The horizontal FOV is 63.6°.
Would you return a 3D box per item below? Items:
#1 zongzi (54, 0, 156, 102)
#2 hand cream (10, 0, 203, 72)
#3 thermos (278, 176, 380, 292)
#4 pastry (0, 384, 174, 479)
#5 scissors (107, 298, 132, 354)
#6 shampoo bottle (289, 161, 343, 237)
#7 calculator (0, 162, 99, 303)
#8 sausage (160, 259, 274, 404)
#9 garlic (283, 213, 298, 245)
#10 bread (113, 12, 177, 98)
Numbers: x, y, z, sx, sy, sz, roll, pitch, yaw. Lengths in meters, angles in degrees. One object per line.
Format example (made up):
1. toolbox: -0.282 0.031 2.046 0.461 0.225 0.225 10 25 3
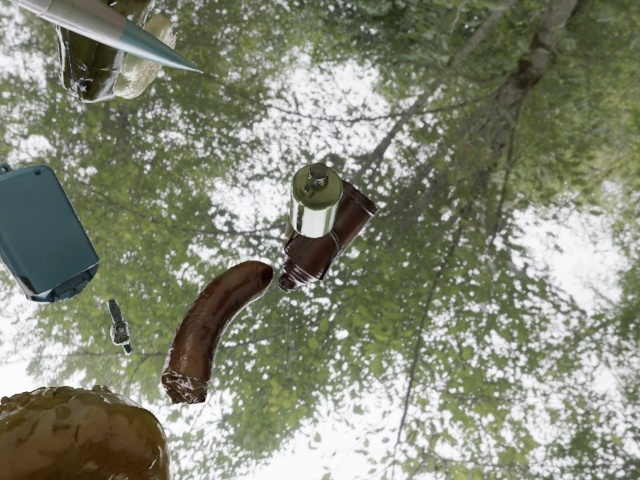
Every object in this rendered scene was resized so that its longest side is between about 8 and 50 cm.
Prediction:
1. zongzi: -0.592 -0.538 1.222 0.360 0.323 0.160 39 -153 6
2. hand cream: -0.336 -0.346 0.835 0.111 0.070 0.312 22 -174 35
3. thermos: 0.003 0.002 0.953 0.099 0.232 0.124 40 -173 12
4. pastry: -0.342 0.325 0.651 0.284 0.316 0.184 30 174 -37
5. scissors: -0.430 0.196 1.112 0.041 0.289 0.138 -17 -87 -23
6. shampoo bottle: -0.007 -0.068 0.784 0.079 0.162 0.079 2 -113 -4
7. calculator: -0.562 -0.016 1.028 0.173 0.051 0.293 -39 -66 -47
8. sausage: -0.174 0.133 0.872 0.103 0.076 0.302 33 -135 -7
9. garlic: -0.053 -0.038 1.591 0.087 0.101 0.195 57 -159 -31
10. bread: -0.357 -0.367 1.062 0.039 0.182 0.251 32 -177 -15
